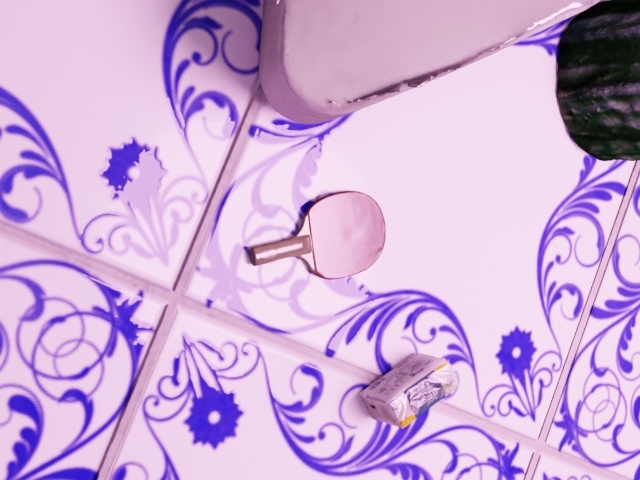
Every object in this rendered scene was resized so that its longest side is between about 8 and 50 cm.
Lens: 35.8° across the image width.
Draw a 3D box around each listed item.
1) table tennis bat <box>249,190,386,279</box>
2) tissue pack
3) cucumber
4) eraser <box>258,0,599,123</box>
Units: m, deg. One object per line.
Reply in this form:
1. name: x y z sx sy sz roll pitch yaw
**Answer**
1. table tennis bat: 0.000 0.000 0.982 0.156 0.013 0.087 -15 104 -30
2. tissue pack: 0.092 0.154 1.020 0.083 0.062 0.042 -33 105 -25
3. cucumber: 0.371 -0.194 1.125 0.191 0.130 0.191 -7 102 -36
4. eraser: 0.107 -0.260 0.896 0.331 0.150 0.331 0 92 -9
